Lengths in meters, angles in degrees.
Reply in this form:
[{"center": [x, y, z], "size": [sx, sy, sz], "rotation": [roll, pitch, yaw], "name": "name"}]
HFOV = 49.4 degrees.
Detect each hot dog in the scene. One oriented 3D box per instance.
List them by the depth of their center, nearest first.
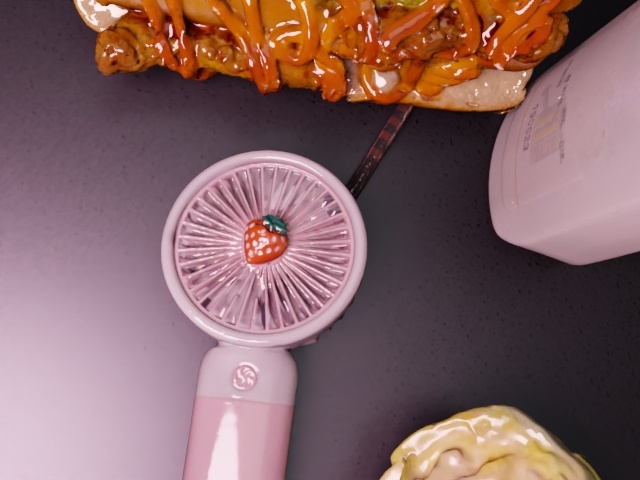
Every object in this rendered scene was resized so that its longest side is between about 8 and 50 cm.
[{"center": [0.006, -0.161, 0.461], "size": [0.349, 0.158, 0.117], "rotation": [6, 50, -10], "name": "hot dog"}]

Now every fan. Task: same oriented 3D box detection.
[{"center": [-0.041, 0.063, 0.440], "size": [0.130, 0.074, 0.244], "rotation": [5, 73, 1], "name": "fan"}]

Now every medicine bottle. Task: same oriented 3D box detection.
[{"center": [0.219, -0.081, 0.427], "size": [0.111, 0.296, 0.161], "rotation": [18, 75, -8], "name": "medicine bottle"}]

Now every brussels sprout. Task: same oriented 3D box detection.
[{"center": [0.111, 0.189, 0.444], "size": [0.152, 0.122, 0.149], "rotation": [14, 67, 26], "name": "brussels sprout"}]

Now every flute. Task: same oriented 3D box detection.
[{"center": [0.000, 0.000, 0.508], "size": [0.014, 0.014, 0.269], "rotation": [34, 74, -5], "name": "flute"}]
